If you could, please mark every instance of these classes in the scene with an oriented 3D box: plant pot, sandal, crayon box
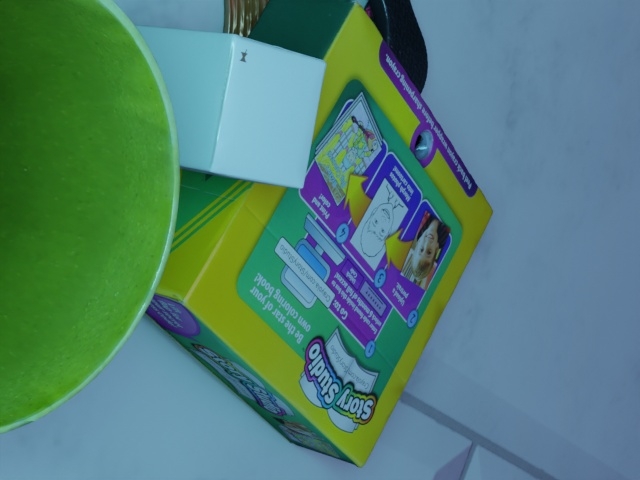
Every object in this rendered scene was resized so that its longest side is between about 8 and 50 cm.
[{"bbox_3d":[-0.286,-0.047,0.862,0.275,0.294,0.274,-15,111,-45],"label":"plant pot"},{"bbox_3d":[0.067,-0.222,1.405,0.067,0.040,0.179,-20,99,-49],"label":"sandal"},{"bbox_3d":[0.000,0.000,1.308,0.313,0.106,0.363,-60,142,-17],"label":"crayon box"}]

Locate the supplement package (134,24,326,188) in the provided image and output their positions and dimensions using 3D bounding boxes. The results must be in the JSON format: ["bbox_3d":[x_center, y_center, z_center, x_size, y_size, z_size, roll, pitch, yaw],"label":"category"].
[{"bbox_3d":[-0.101,-0.108,1.089,0.105,0.179,0.105,9,92,-48],"label":"supplement package"}]

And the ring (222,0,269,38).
[{"bbox_3d":[-0.153,-0.189,1.171,0.337,0.032,0.336,-16,111,-45],"label":"ring"}]
